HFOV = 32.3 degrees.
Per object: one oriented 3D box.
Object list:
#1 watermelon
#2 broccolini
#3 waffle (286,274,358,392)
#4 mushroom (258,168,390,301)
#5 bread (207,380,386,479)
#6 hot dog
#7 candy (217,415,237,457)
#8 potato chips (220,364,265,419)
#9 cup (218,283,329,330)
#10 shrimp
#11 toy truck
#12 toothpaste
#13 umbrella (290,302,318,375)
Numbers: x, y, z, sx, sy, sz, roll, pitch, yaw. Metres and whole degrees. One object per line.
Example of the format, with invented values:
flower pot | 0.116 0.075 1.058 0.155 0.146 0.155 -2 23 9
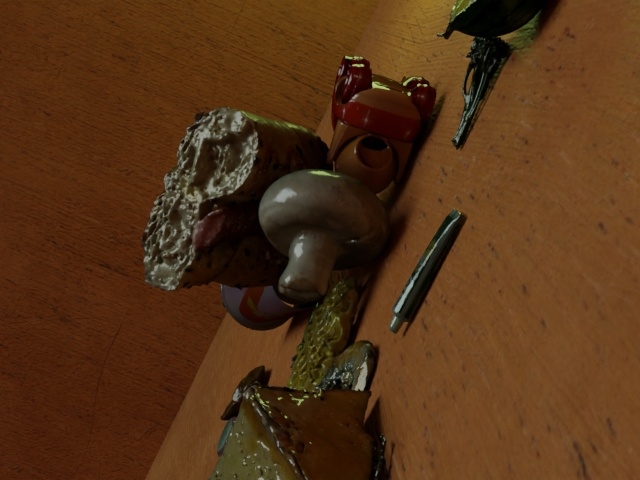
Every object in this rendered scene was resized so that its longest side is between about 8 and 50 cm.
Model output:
watermelon | 0.287 -0.395 1.700 0.232 0.127 0.204 -62 10 8
broccolini | 0.244 -0.248 1.789 0.074 0.058 0.201 -177 113 -88
waffle | 0.005 0.187 2.024 0.250 0.056 0.261 129 161 -61
mushroom | 0.000 0.000 1.973 0.243 0.244 0.243 -62 10 19
bread | 0.017 0.355 1.490 0.315 0.279 0.248 46 119 34
hot dog | -0.130 -0.064 2.153 0.365 0.196 0.367 1 -62 -60
candy | -0.202 0.455 2.537 0.103 0.043 0.103 -60 13 23
potato chips | -0.177 0.365 2.608 0.150 0.049 0.201 -61 2 -35
cup | -0.093 0.096 2.463 0.203 0.203 0.288 -68 16 -16
shrimp | 0.024 0.256 1.761 0.217 0.051 0.150 -57 19 25
toy truck | 0.101 -0.219 2.158 0.265 0.189 0.239 -95 23 -72
toothpaste | 0.153 0.046 1.626 0.204 0.031 0.049 -62 11 7
umbrella | -0.032 0.210 2.225 0.044 0.044 0.269 -24 32 28
